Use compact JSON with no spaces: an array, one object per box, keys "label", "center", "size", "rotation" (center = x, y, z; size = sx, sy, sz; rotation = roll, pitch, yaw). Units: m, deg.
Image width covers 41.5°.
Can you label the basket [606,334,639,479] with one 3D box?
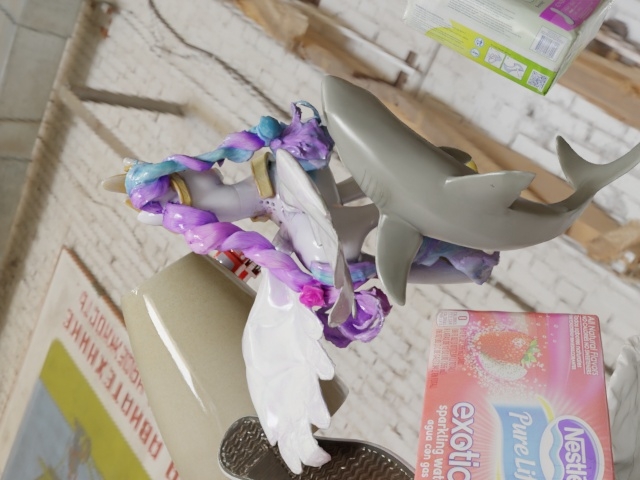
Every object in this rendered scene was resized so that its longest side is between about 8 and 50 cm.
[{"label":"basket","center":[0.724,0.412,1.650],"size":[0.328,0.331,0.266],"rotation":[15,157,35]}]

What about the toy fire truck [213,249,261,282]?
[{"label":"toy fire truck","center":[-0.150,0.066,1.331],"size":[0.047,0.135,0.192],"rotation":[43,175,11]}]

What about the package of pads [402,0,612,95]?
[{"label":"package of pads","center":[0.267,-0.331,1.176],"size":[0.229,0.101,0.296],"rotation":[30,-143,12]}]

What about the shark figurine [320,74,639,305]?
[{"label":"shark figurine","center":[0.141,-0.038,0.626],"size":[0.278,0.116,0.166],"rotation":[6,-110,-22]}]

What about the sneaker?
[{"label":"sneaker","center":[0.031,0.258,0.852],"size":[0.290,0.106,0.123],"rotation":[17,158,43]}]

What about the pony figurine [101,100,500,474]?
[{"label":"pony figurine","center":[0.000,0.000,0.847],"size":[0.363,0.303,0.351],"rotation":[-11,-134,-28]}]

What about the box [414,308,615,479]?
[{"label":"box","center":[0.148,0.207,0.647],"size":[0.142,0.154,0.300],"rotation":[0,-142,14]}]

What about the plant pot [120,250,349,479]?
[{"label":"plant pot","center":[-0.143,0.158,1.137],"size":[0.274,0.256,0.256],"rotation":[57,-157,-3]}]
